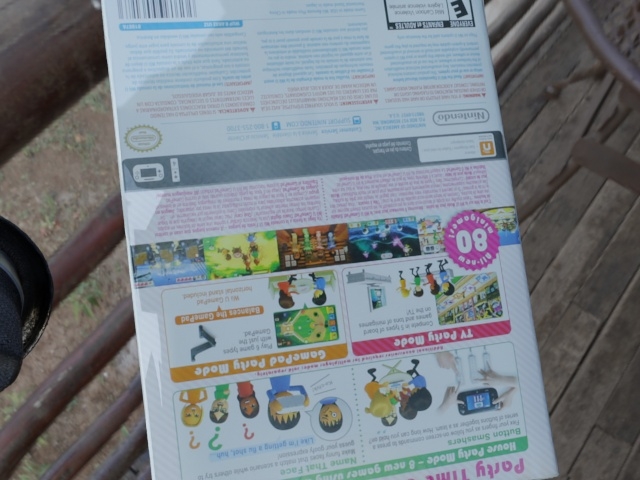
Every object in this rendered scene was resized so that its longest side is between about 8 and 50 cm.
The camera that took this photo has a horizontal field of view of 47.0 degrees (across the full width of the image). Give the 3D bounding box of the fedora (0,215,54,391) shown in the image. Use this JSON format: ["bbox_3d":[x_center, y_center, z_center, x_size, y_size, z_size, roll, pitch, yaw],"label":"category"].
[{"bbox_3d":[-0.449,0.109,0.792,0.334,0.334,0.152,-25,42,-17],"label":"fedora"}]

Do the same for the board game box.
[{"bbox_3d":[0.000,0.000,0.439,0.224,0.097,0.303,-6,84,-13],"label":"board game box"}]
